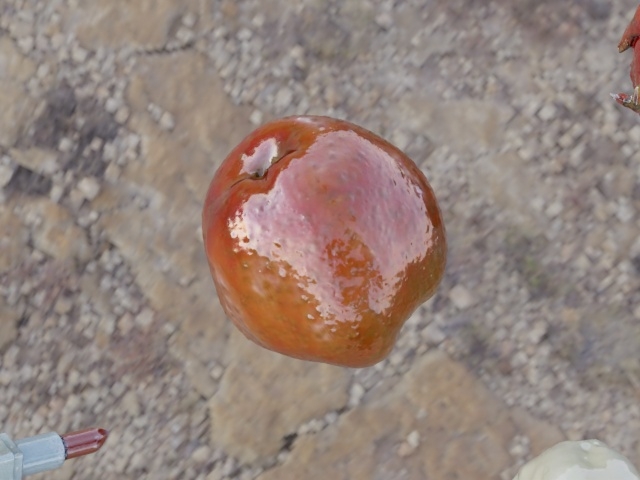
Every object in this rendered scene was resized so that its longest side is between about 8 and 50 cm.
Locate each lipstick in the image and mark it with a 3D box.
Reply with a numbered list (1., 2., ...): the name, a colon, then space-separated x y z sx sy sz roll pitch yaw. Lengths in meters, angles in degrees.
1. lipstick: -0.190 0.137 1.036 0.129 0.030 0.030 -11 32 -34

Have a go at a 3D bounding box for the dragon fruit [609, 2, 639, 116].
1. dragon fruit: 0.377 -0.153 1.358 0.241 0.241 0.252 -29 36 -31

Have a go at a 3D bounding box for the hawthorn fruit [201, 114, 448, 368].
1. hawthorn fruit: 0.000 0.000 1.168 0.189 0.189 0.189 9 63 -19

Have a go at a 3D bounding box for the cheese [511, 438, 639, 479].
1. cheese: 0.164 0.255 1.110 0.093 0.263 0.159 -1 43 -12
